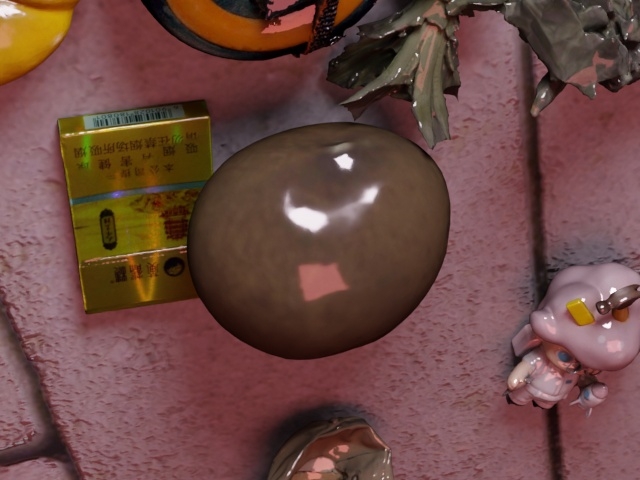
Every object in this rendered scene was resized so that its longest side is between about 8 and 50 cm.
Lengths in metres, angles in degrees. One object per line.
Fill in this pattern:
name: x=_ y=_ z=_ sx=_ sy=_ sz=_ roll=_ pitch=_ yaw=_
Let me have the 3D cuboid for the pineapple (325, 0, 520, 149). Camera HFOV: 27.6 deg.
pineapple: x=0.093 y=-0.204 z=0.968 sx=0.130 sy=0.119 sz=0.277 roll=-14 pitch=138 yaw=-40

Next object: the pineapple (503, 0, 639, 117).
pineapple: x=0.221 y=-0.173 z=0.961 sx=0.248 sy=0.128 sz=0.128 roll=-33 pitch=146 yaw=-45

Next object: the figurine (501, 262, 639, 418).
figurine: x=0.256 y=0.093 z=1.272 sx=0.137 sy=0.112 sz=0.229 roll=13 pitch=137 yaw=-16

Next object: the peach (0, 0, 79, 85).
peach: x=-0.246 y=-0.184 z=0.888 sx=0.179 sy=0.103 sz=0.179 roll=-11 pitch=132 yaw=-12

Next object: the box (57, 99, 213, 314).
box: x=-0.150 y=-0.024 z=1.098 sx=0.121 sy=0.030 sz=0.193 roll=-8 pitch=129 yaw=-10

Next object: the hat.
hat: x=-0.024 y=0.246 z=1.343 sx=0.147 sy=0.085 sz=0.175 roll=2 pitch=151 yaw=-32

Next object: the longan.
longan: x=0.000 y=0.000 z=1.056 sx=0.220 sy=0.196 sz=0.196 roll=-25 pitch=132 yaw=-13

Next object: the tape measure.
tape measure: x=-0.044 y=-0.228 z=0.891 sx=0.202 sy=0.135 sz=0.223 roll=-28 pitch=133 yaw=8
